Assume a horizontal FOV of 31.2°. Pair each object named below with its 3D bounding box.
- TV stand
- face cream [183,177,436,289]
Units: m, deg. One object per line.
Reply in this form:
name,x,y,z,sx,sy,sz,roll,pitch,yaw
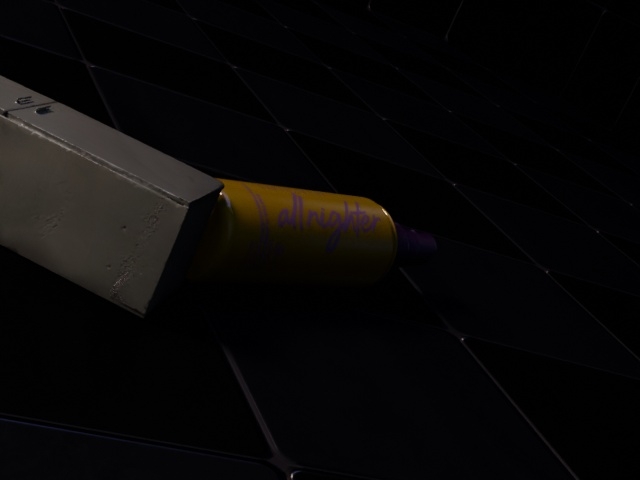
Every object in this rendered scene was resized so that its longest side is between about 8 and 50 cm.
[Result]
TV stand,-0.209,-0.054,0.775,0.269,0.088,0.083,27,17,4
face cream,0.000,0.000,0.912,0.273,0.078,0.078,5,26,-48
